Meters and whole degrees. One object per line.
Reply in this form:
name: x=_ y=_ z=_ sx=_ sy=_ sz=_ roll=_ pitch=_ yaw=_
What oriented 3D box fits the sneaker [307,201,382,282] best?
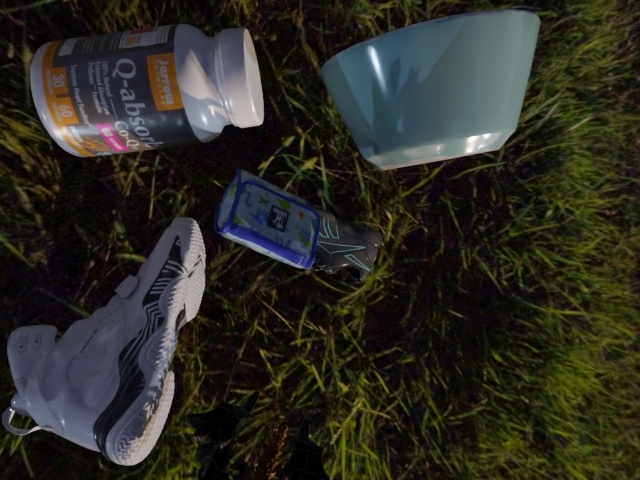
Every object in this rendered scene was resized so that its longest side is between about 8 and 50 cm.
sneaker: x=0.000 y=0.000 z=0.819 sx=0.268 sy=0.101 sz=0.106 roll=19 pitch=81 yaw=-27

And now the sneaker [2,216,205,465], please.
sneaker: x=-0.306 y=0.117 z=0.660 sx=0.211 sy=0.137 sz=0.365 roll=8 pitch=64 yaw=1

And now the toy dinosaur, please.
toy dinosaur: x=-0.104 y=0.312 z=0.532 sx=0.165 sy=0.322 sz=0.218 roll=16 pitch=104 yaw=-13

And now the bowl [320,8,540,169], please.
bowl: x=0.166 y=-0.200 z=0.670 sx=0.312 sy=0.311 sz=0.163 roll=-13 pitch=98 yaw=-14

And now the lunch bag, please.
lunch bag: x=-0.075 y=-0.025 z=0.628 sx=0.129 sy=0.151 sz=0.096 roll=24 pitch=111 yaw=-20

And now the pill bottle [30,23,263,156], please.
pill bottle: x=-0.230 y=-0.213 z=0.636 sx=0.279 sy=0.162 sz=0.162 roll=-7 pitch=102 yaw=3
